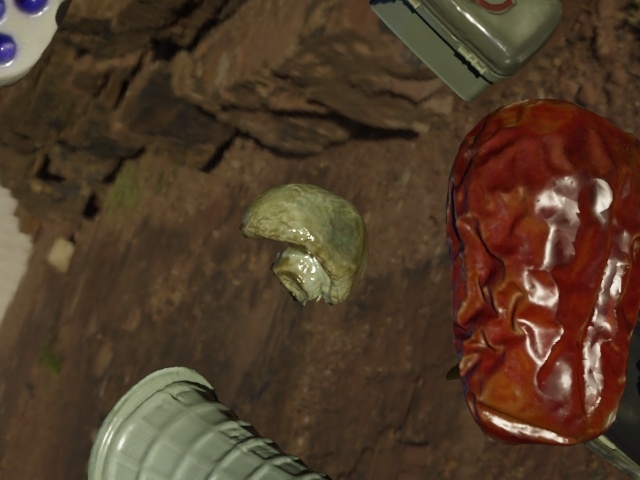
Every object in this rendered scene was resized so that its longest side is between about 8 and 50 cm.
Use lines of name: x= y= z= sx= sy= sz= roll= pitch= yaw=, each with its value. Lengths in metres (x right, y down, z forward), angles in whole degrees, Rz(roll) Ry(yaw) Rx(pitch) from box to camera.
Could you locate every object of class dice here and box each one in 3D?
dice: x=-0.602 y=-0.444 z=1.890 sx=0.251 sy=0.243 sz=0.259 roll=-54 pitch=27 yaw=10

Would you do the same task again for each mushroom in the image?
mushroom: x=0.006 y=-0.003 z=1.924 sx=0.164 sy=0.267 sz=0.190 roll=-10 pitch=34 yaw=51

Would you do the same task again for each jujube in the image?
jujube: x=0.223 y=0.034 z=1.039 sx=0.216 sy=0.216 sz=0.342 roll=178 pitch=97 yaw=-71

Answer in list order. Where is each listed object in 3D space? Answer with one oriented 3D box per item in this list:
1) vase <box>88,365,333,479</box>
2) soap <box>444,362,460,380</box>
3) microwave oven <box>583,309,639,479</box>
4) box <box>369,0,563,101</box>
vase: x=-0.031 y=0.213 z=0.806 sx=0.298 sy=0.143 sz=0.143 roll=20 pitch=90 yaw=38
soap: x=0.224 y=0.140 z=1.282 sx=0.089 sy=0.168 sz=0.033 roll=-58 pitch=42 yaw=34
microwave oven: x=0.484 y=0.185 z=1.588 sx=0.394 sy=0.333 sz=0.247 roll=42 pitch=104 yaw=41
box: x=0.172 y=-0.284 z=1.269 sx=0.148 sy=0.210 sz=0.129 roll=-46 pitch=1 yaw=-27
